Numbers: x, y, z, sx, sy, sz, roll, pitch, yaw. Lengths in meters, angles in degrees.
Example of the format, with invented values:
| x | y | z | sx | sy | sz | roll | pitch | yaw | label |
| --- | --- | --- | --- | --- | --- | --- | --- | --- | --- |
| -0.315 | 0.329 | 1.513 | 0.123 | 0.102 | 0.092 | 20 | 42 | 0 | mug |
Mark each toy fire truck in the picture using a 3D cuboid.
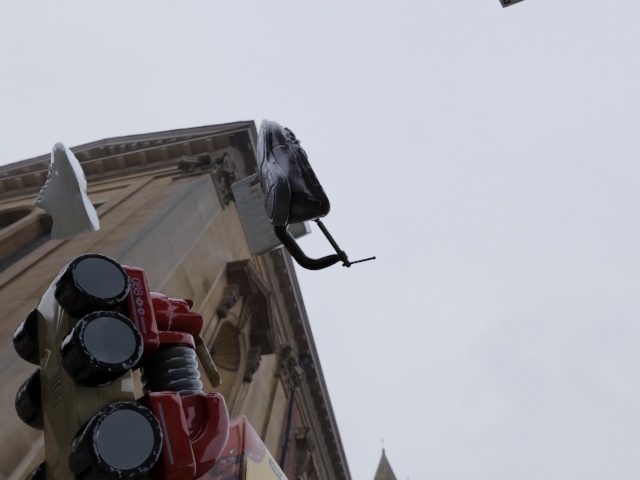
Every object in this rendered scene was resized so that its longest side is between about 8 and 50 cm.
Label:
| x | y | z | sx | sy | sz | roll | pitch | yaw | label |
| --- | --- | --- | --- | --- | --- | --- | --- | --- | --- |
| -0.162 | 0.150 | 0.433 | 0.158 | 0.216 | 0.247 | -41 | -32 | 24 | toy fire truck |

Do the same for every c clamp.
| x | y | z | sx | sy | sz | roll | pitch | yaw | label |
| --- | --- | --- | --- | --- | --- | --- | --- | --- | --- |
| 0.000 | 0.000 | 0.735 | 0.137 | 0.022 | 0.160 | -24 | -56 | 28 | c clamp |

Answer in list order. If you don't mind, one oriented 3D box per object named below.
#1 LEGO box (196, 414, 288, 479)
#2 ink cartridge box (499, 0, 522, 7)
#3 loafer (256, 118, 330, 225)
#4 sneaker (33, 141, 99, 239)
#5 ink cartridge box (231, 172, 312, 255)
| x | y | z | sx | sy | sz | roll | pitch | yaw | label |
| --- | --- | --- | --- | --- | --- | --- | --- | --- | --- |
| -0.069 | 0.532 | 0.467 | 0.193 | 0.372 | 0.499 | -23 | -67 | 2 | LEGO box |
| 0.274 | -0.387 | 0.544 | 0.109 | 0.209 | 0.062 | 36 | -106 | -35 | ink cartridge box |
| -0.058 | -0.124 | 0.737 | 0.096 | 0.302 | 0.108 | 2 | -52 | -16 | loafer |
| -0.508 | -0.098 | 0.798 | 0.094 | 0.080 | 0.212 | -22 | -110 | -11 | sneaker |
| -0.116 | -0.071 | 0.951 | 0.146 | 0.045 | 0.179 | -23 | -106 | 15 | ink cartridge box |
